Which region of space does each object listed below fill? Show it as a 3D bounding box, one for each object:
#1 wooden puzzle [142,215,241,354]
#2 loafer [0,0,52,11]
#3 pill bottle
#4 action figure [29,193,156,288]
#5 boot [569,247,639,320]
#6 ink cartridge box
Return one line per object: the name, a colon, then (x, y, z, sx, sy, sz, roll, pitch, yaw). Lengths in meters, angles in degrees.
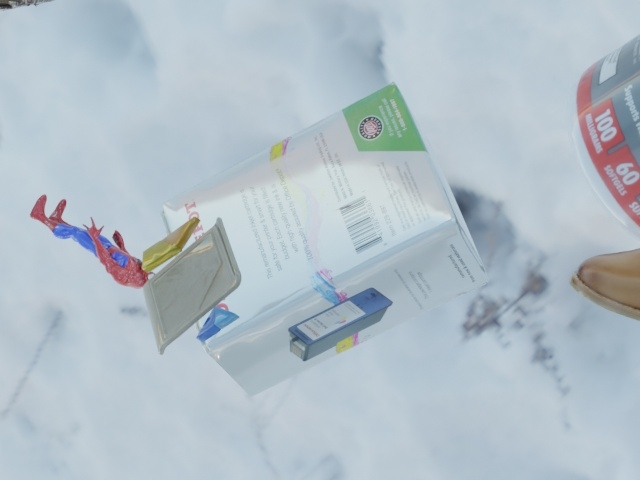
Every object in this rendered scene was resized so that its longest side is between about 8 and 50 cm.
wooden puzzle: (-0.077, 0.027, 1.040, 0.078, 0.116, 0.014, -39, 125, 20)
loafer: (-0.187, -0.269, 0.856, 0.130, 0.134, 0.366, 14, 138, 21)
pill bottle: (0.423, -0.151, 1.580, 0.363, 0.210, 0.210, -34, 91, 39)
action figure: (-0.151, 0.004, 1.190, 0.115, 0.038, 0.030, 37, 96, 27)
boot: (0.279, -0.021, 1.213, 0.073, 0.197, 0.152, -115, 28, -58)
ink cartridge box: (0.000, 0.000, 1.320, 0.212, 0.093, 0.154, -26, 52, 7)
